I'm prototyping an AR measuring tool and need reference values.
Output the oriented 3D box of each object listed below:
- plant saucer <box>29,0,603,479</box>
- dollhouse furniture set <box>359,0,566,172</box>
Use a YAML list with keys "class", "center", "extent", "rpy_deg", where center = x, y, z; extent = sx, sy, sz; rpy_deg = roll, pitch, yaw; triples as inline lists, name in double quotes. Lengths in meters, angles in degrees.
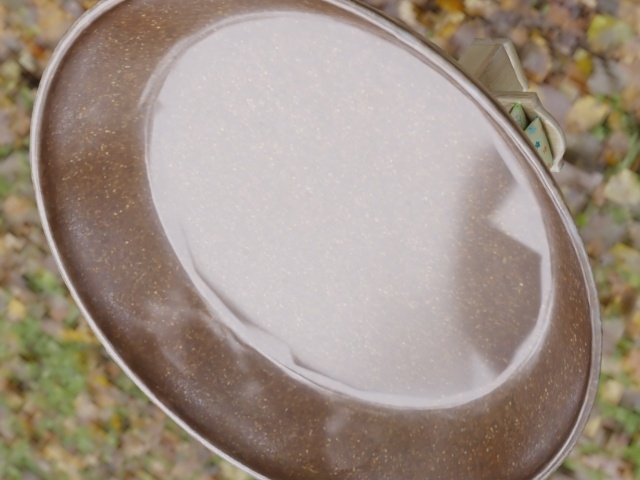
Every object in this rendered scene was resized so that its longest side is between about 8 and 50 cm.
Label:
- class: "plant saucer"
  center: [0.000, 0.000, 0.528]
  extent: [0.198, 0.036, 0.198]
  rpy_deg: [19, 132, 22]
- class: "dollhouse furniture set"
  center: [0.079, -0.095, 1.010]
  extent: [0.101, 0.182, 0.161]
  rpy_deg: [6, 137, 39]
